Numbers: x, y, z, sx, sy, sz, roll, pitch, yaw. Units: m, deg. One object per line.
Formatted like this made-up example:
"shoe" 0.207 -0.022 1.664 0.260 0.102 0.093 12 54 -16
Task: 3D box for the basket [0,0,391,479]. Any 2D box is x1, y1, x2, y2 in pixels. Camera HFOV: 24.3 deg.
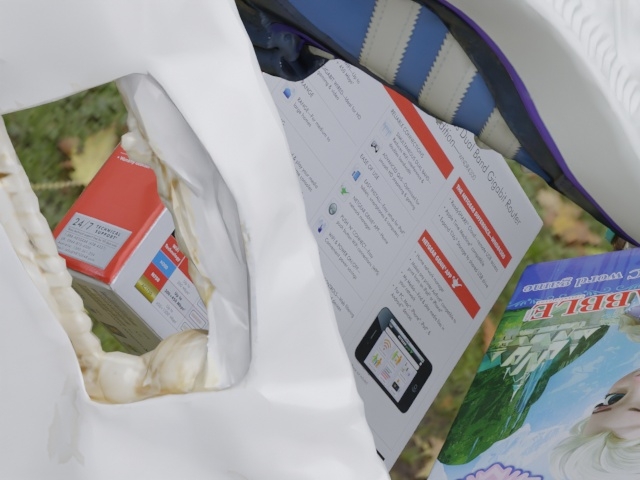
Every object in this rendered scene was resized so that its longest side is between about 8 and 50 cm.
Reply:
"basket" -0.158 0.076 0.309 0.331 0.266 0.328 -67 142 -61

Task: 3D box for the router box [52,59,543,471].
"router box" 0.000 0.000 1.079 0.301 0.082 0.335 -55 135 -19

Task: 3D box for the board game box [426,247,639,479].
"board game box" 0.232 0.097 0.843 0.066 0.318 0.318 66 31 -23

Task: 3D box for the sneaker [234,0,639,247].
"sneaker" 0.046 -0.101 0.590 0.322 0.236 0.130 35 78 -32

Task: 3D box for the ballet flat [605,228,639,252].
"ballet flat" 0.381 -0.136 1.015 0.182 0.483 0.164 35 19 21
